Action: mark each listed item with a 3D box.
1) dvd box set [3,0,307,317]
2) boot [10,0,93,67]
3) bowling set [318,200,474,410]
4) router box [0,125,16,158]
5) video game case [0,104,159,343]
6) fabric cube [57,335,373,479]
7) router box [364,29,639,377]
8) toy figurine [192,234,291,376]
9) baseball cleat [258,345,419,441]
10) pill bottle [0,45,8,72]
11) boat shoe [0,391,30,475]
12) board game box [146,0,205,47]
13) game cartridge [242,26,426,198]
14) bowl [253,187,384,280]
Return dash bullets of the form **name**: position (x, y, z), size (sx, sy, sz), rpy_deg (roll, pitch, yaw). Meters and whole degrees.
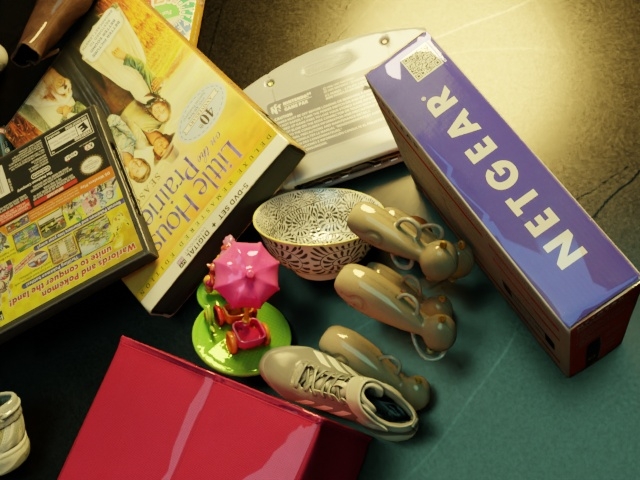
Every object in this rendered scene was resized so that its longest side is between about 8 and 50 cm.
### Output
- **dvd box set**: position (-0.256, -0.142, 1.148), size (0.307, 0.062, 0.420), rpy_deg (-49, 65, 11)
- **boot**: position (-0.419, -0.359, 1.227), size (0.248, 0.090, 0.206), rpy_deg (9, 64, 59)
- **bowling set**: position (0.123, 0.043, 0.954), size (0.154, 0.287, 0.200), rpy_deg (30, 50, 18)
- **router box**: position (-0.510, -0.108, 1.259), size (0.092, 0.038, 0.122), rpy_deg (-31, 67, 6)
- **video game case**: position (-0.386, -0.022, 1.112), size (0.275, 0.035, 0.248), rpy_deg (-28, 70, 8)
- **fabric cube**: position (-0.123, 0.287, 0.900), size (0.259, 0.254, 0.258), rpy_deg (18, 79, 21)
- **router box**: position (0.201, -0.024, 0.879), size (0.082, 0.301, 0.335), rpy_deg (-36, 67, 3)
- **toy figurine**: position (-0.101, 0.056, 1.002), size (0.130, 0.159, 0.173), rpy_deg (-12, 49, -21)
- **baseball cleat**: position (0.021, 0.167, 0.928), size (0.206, 0.109, 0.072), rpy_deg (20, 69, 10)
- **pill bottle**: position (-0.669, -0.235, 1.269), size (0.181, 0.181, 0.323), rpy_deg (38, 86, 23)
- **boat shoe**: position (-0.554, 0.271, 1.041), size (0.321, 0.103, 0.118), rpy_deg (-6, 24, -15)
- **board game box**: position (-0.255, -0.309, 1.254), size (0.124, 0.039, 0.259), rpy_deg (2, 76, 18)
- **game cartridge**: position (0.030, -0.183, 1.118), size (0.294, 0.060, 0.196), rpy_deg (-18, 72, 10)
- **bowl**: position (0.000, 0.000, 1.037), size (0.170, 0.080, 0.170), rpy_deg (-2, 28, 1)
